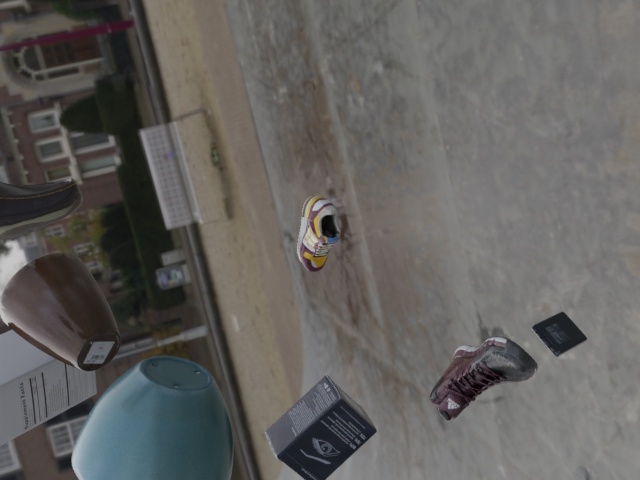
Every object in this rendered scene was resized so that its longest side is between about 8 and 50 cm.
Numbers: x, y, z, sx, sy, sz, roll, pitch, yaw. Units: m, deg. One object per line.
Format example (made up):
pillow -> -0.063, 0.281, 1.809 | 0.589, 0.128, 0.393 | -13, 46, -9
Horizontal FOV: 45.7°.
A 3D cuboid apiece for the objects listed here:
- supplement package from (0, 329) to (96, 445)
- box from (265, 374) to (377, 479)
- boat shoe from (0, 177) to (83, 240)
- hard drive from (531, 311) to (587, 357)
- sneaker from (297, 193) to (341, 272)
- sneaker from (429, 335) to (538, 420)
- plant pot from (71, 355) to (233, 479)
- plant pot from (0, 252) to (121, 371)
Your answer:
supplement package -> -0.720, 0.333, 1.841 | 0.178, 0.293, 0.175 | 28, 126, 32
box -> 0.000, 0.450, 1.788 | 0.153, 0.207, 0.108 | 48, -179, -29
boat shoe -> -0.533, -0.060, 1.114 | 0.132, 0.355, 0.130 | 16, 116, 59
hard drive -> 0.601, 0.233, 1.907 | 0.094, 0.135, 0.022 | 52, 133, 24
sneaker -> 0.000, 0.000, 1.581 | 0.084, 0.070, 0.185 | 41, 140, 44
sneaker -> 0.302, 0.282, 1.469 | 0.106, 0.162, 0.281 | 42, 162, 1
plant pot -> -0.283, 0.326, 1.381 | 0.290, 0.290, 0.195 | -132, 56, -65
plant pot -> -0.547, 0.178, 1.671 | 0.230, 0.215, 0.215 | 37, 148, 30
